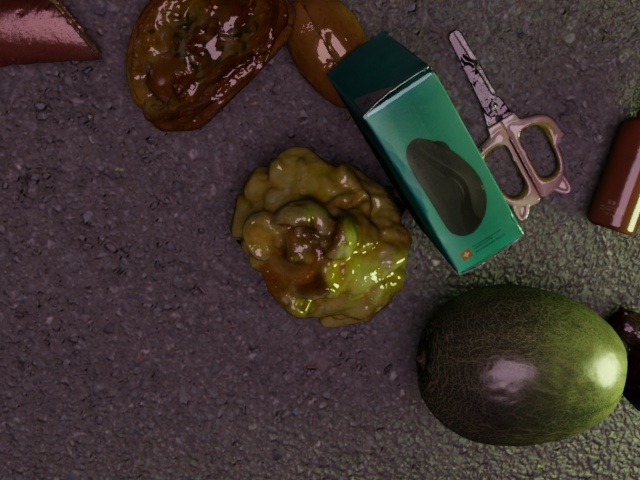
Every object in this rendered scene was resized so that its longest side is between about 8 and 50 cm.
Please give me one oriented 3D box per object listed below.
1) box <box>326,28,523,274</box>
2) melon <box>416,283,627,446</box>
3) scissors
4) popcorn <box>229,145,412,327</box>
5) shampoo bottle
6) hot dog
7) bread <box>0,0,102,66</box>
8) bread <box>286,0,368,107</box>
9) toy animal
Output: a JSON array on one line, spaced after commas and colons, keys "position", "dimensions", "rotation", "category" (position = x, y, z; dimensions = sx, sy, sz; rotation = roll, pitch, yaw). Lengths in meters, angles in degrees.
[{"position": [0.148, -0.125, 1.595], "dimensions": [0.118, 0.205, 0.311], "rotation": [-34, 119, -1], "category": "box"}, {"position": [0.306, 0.191, 1.692], "dimensions": [0.329, 0.248, 0.248], "rotation": [4, 101, -14], "category": "melon"}, {"position": [0.278, -0.186, 1.722], "dimensions": [0.160, 0.024, 0.317], "rotation": [-31, 103, 1], "category": "scissors"}, {"position": [0.000, 0.000, 1.638], "dimensions": [0.286, 0.252, 0.215], "rotation": [43, 135, -9], "category": "popcorn"}, {"position": [0.494, -0.132, 1.729], "dimensions": [0.085, 0.085, 0.244], "rotation": [18, 97, -10], "category": "shampoo bottle"}, {"position": [-0.169, -0.281, 1.599], "dimensions": [0.272, 0.122, 0.196], "rotation": [-43, 78, 4], "category": "hot dog"}, {"position": [-0.419, -0.310, 1.596], "dimensions": [0.193, 0.067, 0.119], "rotation": [-7, 102, -5], "category": "bread"}, {"position": [0.018, -0.281, 1.650], "dimensions": [0.114, 0.077, 0.189], "rotation": [-33, 101, -3], "category": "bread"}, {"position": [0.548, 0.174, 1.779], "dimensions": [0.180, 0.116, 0.218], "rotation": [31, 103, -12], "category": "toy animal"}]
